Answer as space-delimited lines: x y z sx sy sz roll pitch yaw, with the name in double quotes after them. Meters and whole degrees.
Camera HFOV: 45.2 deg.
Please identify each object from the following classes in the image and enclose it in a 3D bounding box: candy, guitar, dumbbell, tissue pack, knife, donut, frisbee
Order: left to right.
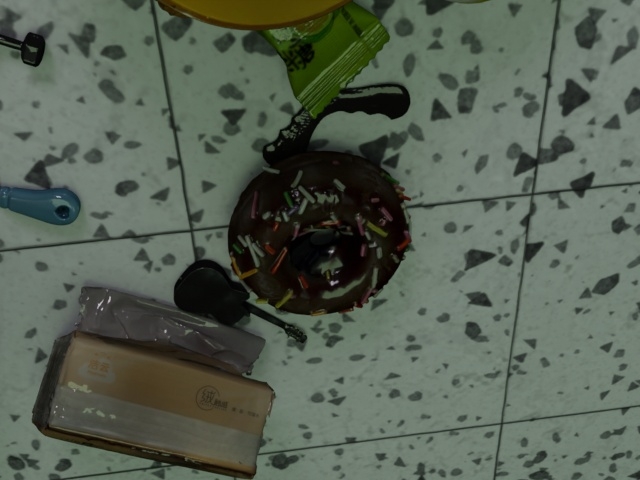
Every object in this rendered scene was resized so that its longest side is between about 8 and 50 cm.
-0.438 -0.070 1.006 0.244 0.032 0.058 14 124 -13 "knife"
-0.364 -0.231 0.892 0.083 0.040 0.036 15 89 -18 "dumbbell"
-0.241 0.208 1.143 0.305 0.239 0.239 19 120 -20 "tissue pack"
-0.114 0.106 1.174 0.233 0.025 0.088 31 114 -26 "guitar"
-0.031 -0.273 0.887 0.149 0.069 0.246 -38 121 12 "candy"
-0.009 -0.190 0.988 0.210 0.012 0.187 -28 124 12 "frisbee"
0.000 0.000 1.062 0.269 0.103 0.270 -6 127 -8 "donut"

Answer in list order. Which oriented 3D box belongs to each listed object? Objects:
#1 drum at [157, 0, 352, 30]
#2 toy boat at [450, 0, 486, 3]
-0.076 -0.393 0.607 0.431 0.214 0.431 -25 133 -30 "drum"
0.225 -0.368 0.833 0.140 0.141 0.269 33 114 -27 "toy boat"
